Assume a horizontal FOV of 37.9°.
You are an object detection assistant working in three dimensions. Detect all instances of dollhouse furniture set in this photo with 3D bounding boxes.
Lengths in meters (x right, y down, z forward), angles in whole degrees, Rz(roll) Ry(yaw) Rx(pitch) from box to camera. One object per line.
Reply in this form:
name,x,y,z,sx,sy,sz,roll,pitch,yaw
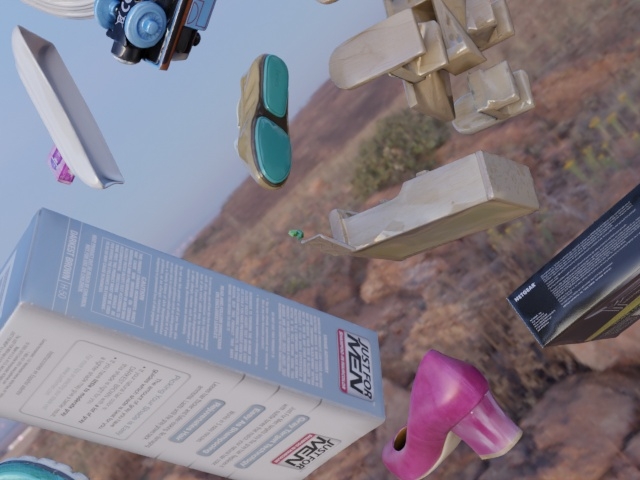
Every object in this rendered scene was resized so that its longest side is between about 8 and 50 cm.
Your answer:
dollhouse furniture set,0.134,-0.196,1.392,0.256,0.394,0.362,-22,-17,33

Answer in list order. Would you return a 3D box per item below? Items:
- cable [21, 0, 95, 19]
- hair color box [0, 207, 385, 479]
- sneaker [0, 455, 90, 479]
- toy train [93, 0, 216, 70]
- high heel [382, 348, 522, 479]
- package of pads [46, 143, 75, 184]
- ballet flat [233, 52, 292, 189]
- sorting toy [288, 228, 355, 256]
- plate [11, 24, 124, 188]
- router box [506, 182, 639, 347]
cable,-0.403,-0.466,1.470,0.257,0.257,0.089,-27,44,34
hair color box,-0.141,0.124,0.920,0.185,0.374,0.114,-44,34,38
sneaker,-0.261,0.331,0.970,0.107,0.275,0.110,-57,-19,17
toy train,-0.134,-0.245,0.853,0.105,0.080,0.184,3,-67,-49
high heel,0.098,0.177,0.946,0.082,0.117,0.244,-43,2,-23
package of pads,-0.446,-0.138,1.615,0.050,0.032,0.083,-61,40,17
ballet flat,-0.079,-0.147,1.234,0.073,0.080,0.232,-28,43,33
sorting toy,0.000,0.000,1.264,0.062,0.083,0.012,-16,56,61
plate,-0.418,-0.206,1.530,0.045,0.278,0.277,-26,7,-1
router box,0.408,0.006,1.134,0.309,0.081,0.243,-45,-27,26
